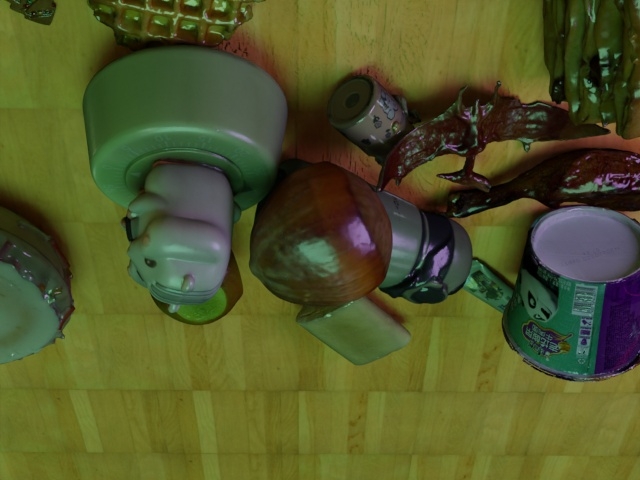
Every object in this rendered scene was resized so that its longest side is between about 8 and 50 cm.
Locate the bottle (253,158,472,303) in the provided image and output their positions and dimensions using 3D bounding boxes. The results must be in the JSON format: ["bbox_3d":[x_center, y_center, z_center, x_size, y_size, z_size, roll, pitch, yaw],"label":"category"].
[{"bbox_3d":[0.076,-0.005,1.653,0.347,0.168,0.168,17,136,-21],"label":"bottle"}]

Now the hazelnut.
[{"bbox_3d":[0.000,0.000,1.442,0.214,0.176,0.214,-11,120,-20],"label":"hazelnut"}]

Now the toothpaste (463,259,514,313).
[{"bbox_3d":[0.335,0.109,1.882,0.255,0.037,0.067,35,128,-28],"label":"toothpaste"}]

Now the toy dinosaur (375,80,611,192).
[{"bbox_3d":[0.222,-0.129,1.498,0.327,0.113,0.206,5,130,-34],"label":"toy dinosaur"}]

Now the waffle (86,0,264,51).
[{"bbox_3d":[-0.199,-0.341,1.361,0.243,0.059,0.238,-28,129,25],"label":"waffle"}]

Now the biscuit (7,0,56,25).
[{"bbox_3d":[-0.388,-0.322,1.404,0.082,0.016,0.092,-12,136,12],"label":"biscuit"}]

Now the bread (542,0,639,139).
[{"bbox_3d":[0.476,-0.276,1.329,0.370,0.191,0.314,-8,137,7],"label":"bread"}]

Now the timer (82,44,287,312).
[{"bbox_3d":[-0.189,-0.059,1.438,0.291,0.315,0.291,-1,152,-1],"label":"timer"}]

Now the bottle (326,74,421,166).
[{"bbox_3d":[0.087,-0.168,1.528,0.099,0.099,0.152,-27,139,27],"label":"bottle"}]

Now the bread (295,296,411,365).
[{"bbox_3d":[0.062,0.154,1.910,0.139,0.060,0.178,-25,133,27],"label":"bread"}]

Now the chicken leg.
[{"bbox_3d":[0.392,-0.086,1.624,0.407,0.096,0.158,-4,157,8],"label":"chicken leg"}]

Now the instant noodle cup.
[{"bbox_3d":[0.424,0.073,1.699,0.251,0.251,0.190,-2,130,2],"label":"instant noodle cup"}]

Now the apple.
[{"bbox_3d":[-0.201,0.061,1.740,0.163,0.146,0.147,-31,124,10],"label":"apple"}]

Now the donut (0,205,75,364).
[{"bbox_3d":[-0.595,0.065,1.747,0.382,0.142,0.382,0,139,0],"label":"donut"}]
